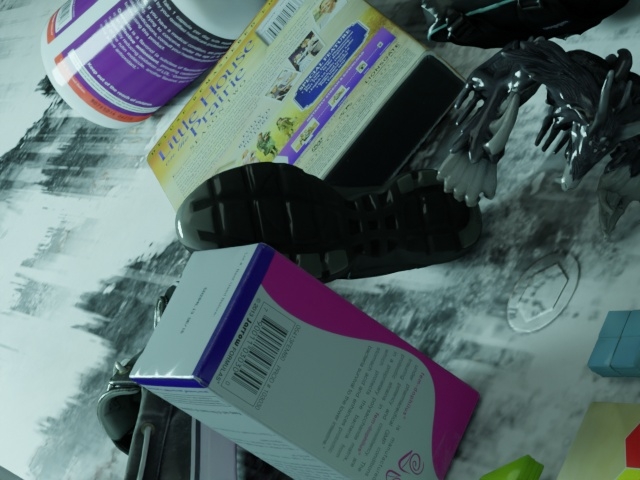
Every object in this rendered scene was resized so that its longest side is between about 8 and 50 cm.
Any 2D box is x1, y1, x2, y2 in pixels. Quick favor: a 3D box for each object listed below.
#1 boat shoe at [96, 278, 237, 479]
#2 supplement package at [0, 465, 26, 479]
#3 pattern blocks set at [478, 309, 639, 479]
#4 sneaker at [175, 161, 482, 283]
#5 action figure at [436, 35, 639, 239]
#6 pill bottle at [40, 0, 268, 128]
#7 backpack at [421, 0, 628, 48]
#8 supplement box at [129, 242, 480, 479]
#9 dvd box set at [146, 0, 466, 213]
[{"bbox_3d":[-0.137,0.142,1.412,0.335,0.119,0.121,-101,16,-56],"label":"boat shoe"},{"bbox_3d":[-0.370,0.336,1.569,0.203,0.149,0.194,-50,27,7],"label":"supplement package"},{"bbox_3d":[0.182,0.184,0.978,0.325,0.026,0.285,-59,27,-11],"label":"pattern blocks set"},{"bbox_3d":[0.000,0.000,1.284,0.106,0.267,0.101,-32,62,55],"label":"sneaker"},{"bbox_3d":[0.177,-0.075,1.146,0.275,0.164,0.141,-105,35,-80],"label":"action figure"},{"bbox_3d":[-0.191,-0.287,1.995,0.323,0.181,0.181,-33,32,34],"label":"pill bottle"},{"bbox_3d":[0.173,-0.230,1.302,0.166,0.188,0.144,-20,78,32],"label":"backpack"},{"bbox_3d":[-0.009,0.106,1.171,0.114,0.220,0.111,-7,52,58],"label":"supplement box"},{"bbox_3d":[-0.034,-0.119,1.667,0.307,0.062,0.420,-51,26,6],"label":"dvd box set"}]
